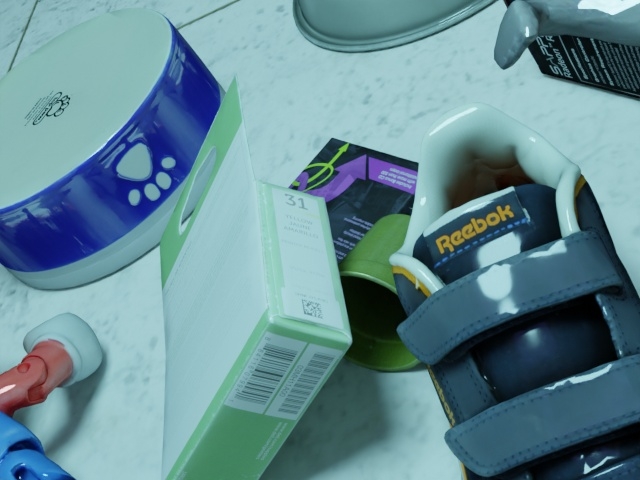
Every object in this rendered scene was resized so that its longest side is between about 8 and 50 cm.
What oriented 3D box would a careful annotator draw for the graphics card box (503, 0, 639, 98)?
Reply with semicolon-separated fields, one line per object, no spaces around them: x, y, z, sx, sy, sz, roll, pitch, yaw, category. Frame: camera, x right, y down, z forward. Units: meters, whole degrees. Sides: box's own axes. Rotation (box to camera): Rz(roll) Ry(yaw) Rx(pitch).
0.320;-0.173;0.578;0.233;0.094;0.371;-48;39;-12;graphics card box

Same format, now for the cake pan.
0.090;-0.297;0.905;0.293;0.054;0.293;-21;41;19;cake pan

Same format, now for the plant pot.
0.043;0.026;0.610;0.083;0.083;0.079;-4;37;34;plant pot

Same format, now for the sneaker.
0.107;0.058;0.487;0.126;0.127;0.321;-26;42;12;sneaker

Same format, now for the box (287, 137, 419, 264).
0.000;0.000;0.698;0.116;0.029;0.162;22;68;47;box

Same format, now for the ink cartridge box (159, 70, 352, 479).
-0.054;0.027;0.620;0.235;0.056;0.171;-99;31;-48;ink cartridge box

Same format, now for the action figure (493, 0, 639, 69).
0.249;-0.195;0.374;0.178;0.330;0.341;-139;56;-78;action figure

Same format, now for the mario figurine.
-0.231;0.160;0.670;0.320;0.198;0.170;38;120;43;mario figurine

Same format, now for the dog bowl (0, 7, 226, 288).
-0.216;-0.089;0.888;0.265;0.104;0.265;-21;42;20;dog bowl
